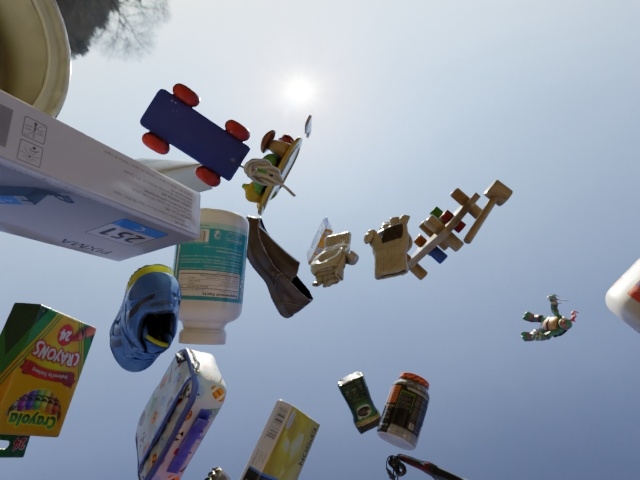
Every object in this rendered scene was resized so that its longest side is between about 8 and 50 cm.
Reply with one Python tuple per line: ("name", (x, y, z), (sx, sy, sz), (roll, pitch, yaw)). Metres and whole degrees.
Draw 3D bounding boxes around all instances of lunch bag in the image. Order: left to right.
("lunch bag", (-0.354, 0.433, 1.049), (0.303, 0.115, 0.243), (-62, -152, 3))

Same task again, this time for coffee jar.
("coffee jar", (0.133, 0.545, 1.402), (0.096, 0.184, 0.079), (-23, 178, -4))

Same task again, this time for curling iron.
("curling iron", (0.256, 0.549, 0.974), (0.274, 0.035, 0.068), (-19, -147, 51))

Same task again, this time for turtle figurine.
("turtle figurine", (0.816, 0.297, 1.496), (0.118, 0.234, 0.175), (34, -110, 5))

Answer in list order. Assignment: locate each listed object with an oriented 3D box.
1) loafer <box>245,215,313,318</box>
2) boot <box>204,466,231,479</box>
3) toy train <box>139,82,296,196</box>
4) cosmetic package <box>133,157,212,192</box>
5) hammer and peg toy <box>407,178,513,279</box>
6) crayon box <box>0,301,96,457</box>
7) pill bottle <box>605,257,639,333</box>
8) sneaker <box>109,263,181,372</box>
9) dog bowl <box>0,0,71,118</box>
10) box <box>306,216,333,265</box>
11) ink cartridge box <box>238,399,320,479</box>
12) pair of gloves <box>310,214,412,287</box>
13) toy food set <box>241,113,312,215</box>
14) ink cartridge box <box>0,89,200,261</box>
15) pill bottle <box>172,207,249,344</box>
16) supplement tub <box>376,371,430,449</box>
("loafer", (-0.127, 0.071, 1.314), (0.130, 0.365, 0.134), (-21, -155, 10))
("boot", (-0.341, 0.704, 1.148), (0.091, 0.263, 0.229), (-44, 175, 16))
("toy train", (-0.159, -0.143, 0.689), (0.105, 0.248, 0.143), (-57, -160, 3))
("cosmetic package", (-0.577, -0.189, 1.316), (0.377, 0.097, 0.284), (10, -154, 34))
("hammer and peg toy", (0.384, -0.045, 1.262), (0.127, 0.361, 0.266), (44, -128, 7))
("crayon box", (-0.658, 0.325, 0.956), (0.081, 0.202, 0.318), (2, -116, 11))
("pill bottle", (0.574, 0.022, 0.562), (0.323, 0.182, 0.181), (-56, -144, 18))
("sneaker", (-0.231, 0.127, 0.549), (0.069, 0.209, 0.082), (2, -137, -35))
("dog bowl", (-0.588, -0.313, 0.584), (0.150, 0.408, 0.408), (-4, -141, 23))
("box", (0.000, 0.000, 1.205), (0.028, 0.136, 0.081), (23, -161, -14))
("ink cartridge box", (-0.108, 0.678, 1.264), (0.072, 0.307, 0.303), (7, -121, 35))
("pair of gloves", (0.091, 0.022, 0.965), (0.240, 0.042, 0.204), (-11, -149, 25))
("toy food set", (-0.097, -0.160, 0.848), (0.071, 0.217, 0.128), (29, -176, -1))
("ink cartridge box", (-0.318, -0.042, 0.414), (0.261, 0.296, 0.066), (-13, -111, 24))
("pill bottle", (-0.228, 0.076, 0.853), (0.146, 0.146, 0.264), (-1, -102, 18))
("supplement tub", (0.246, 0.490, 1.212), (0.117, 0.117, 0.190), (10, -127, 29))
